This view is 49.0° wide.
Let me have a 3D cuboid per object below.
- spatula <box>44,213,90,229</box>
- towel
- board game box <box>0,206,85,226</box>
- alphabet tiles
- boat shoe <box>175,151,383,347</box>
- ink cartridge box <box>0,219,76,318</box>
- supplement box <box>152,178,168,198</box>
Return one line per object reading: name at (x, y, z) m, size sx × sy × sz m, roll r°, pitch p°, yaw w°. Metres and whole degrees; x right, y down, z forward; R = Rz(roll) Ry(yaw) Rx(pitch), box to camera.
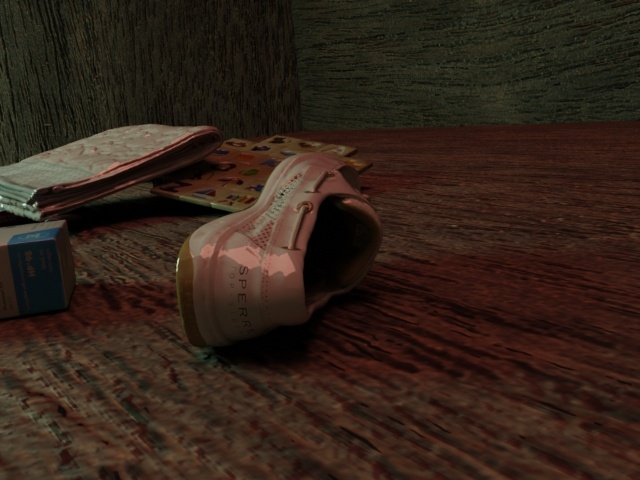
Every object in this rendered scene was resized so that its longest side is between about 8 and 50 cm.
spatula at (-0.335, -0.009, 0.863) m, size 0.084 × 0.030 × 0.296 m, roll -4°, pitch 11°, yaw -1°
towel at (-0.369, -0.124, 1.127) m, size 0.317 × 0.054 × 0.331 m, roll -28°, pitch 26°, yaw -36°
board game box at (-0.535, -0.036, 1.105) m, size 0.145 × 0.027 × 0.281 m, roll 6°, pitch 16°, yaw 40°
alphabet tiles at (-0.092, -0.114, 1.121) m, size 0.285 × 0.011 × 0.342 m, roll 13°, pitch 27°, yaw 27°
boat shoe at (0.000, 0.000, 0.513) m, size 0.096 × 0.098 × 0.277 m, roll -1°, pitch 21°, yaw 19°
ink cartridge box at (-0.300, 0.029, 0.572) m, size 0.180 × 0.060 × 0.104 m, roll -8°, pitch 12°, yaw -14°
supplement box at (-0.209, -0.131, 1.295) m, size 0.188 × 0.081 × 0.104 m, roll -10°, pitch 12°, yaw -22°
